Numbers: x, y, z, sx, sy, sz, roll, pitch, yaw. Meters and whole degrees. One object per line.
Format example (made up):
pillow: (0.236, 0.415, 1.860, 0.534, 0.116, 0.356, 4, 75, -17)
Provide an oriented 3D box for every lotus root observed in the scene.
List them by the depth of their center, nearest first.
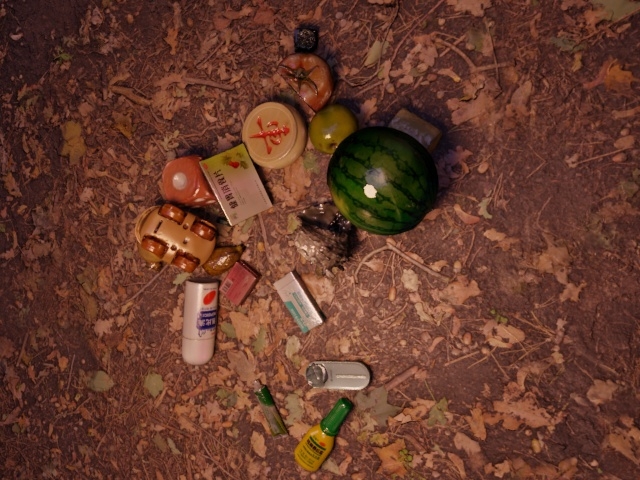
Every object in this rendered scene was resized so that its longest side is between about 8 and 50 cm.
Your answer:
lotus root: (-0.384, 0.069, 1.621, 0.191, 0.094, 0.108, -24, 107, 12)
lotus root: (-0.671, -0.022, 1.681, 0.146, 0.131, 0.302, 19, 96, 49)

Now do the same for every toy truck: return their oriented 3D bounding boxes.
toy truck: (-0.546, -0.017, 1.545, 0.288, 0.212, 0.204, 30, 79, -21)

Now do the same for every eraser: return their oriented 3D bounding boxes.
eraser: (-0.078, 0.231, 1.547, 0.096, 0.052, 0.225, -35, 82, 18)

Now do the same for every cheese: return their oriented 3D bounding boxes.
cheese: (0.313, -0.357, 1.388, 0.167, 0.094, 0.123, 37, 112, 18)

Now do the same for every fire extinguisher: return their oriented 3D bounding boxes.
fire extinguisher: (-0.375, -0.074, 1.647, 0.083, 0.025, 0.038, 19, 74, 16)

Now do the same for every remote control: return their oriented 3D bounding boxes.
remote control: (0.063, 0.493, 1.511, 0.248, 0.052, 0.104, -4, 89, 18)

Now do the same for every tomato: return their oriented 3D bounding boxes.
tomato: (-0.037, -0.574, 1.450, 0.155, 0.181, 0.214, -43, 83, 8)

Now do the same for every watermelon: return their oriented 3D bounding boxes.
watermelon: (0.197, -0.185, 1.299, 0.364, 0.363, 0.362, 1, 92, 18)

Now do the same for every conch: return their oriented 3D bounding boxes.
conch: (-0.006, -0.008, 1.417, 0.241, 0.312, 0.186, 13, 138, -17)

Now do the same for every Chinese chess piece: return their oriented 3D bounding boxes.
Chinese chess piece: (-0.173, -0.394, 1.536, 0.251, 0.097, 0.250, 0, 91, 18)

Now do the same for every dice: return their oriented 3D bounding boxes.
dice: (-0.493, -0.223, 1.604, 0.174, 0.179, 0.174, -15, 82, 18)

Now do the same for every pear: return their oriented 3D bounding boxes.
pear: (0.043, -0.407, 1.444, 0.180, 0.166, 0.216, -21, 60, 28)

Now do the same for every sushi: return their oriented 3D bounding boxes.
sushi: (-0.053, -0.730, 1.512, 0.083, 0.056, 0.084, 4, 92, 10)

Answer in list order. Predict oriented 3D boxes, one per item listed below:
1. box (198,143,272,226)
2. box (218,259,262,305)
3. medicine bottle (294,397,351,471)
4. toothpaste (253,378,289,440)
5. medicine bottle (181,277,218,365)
box: (-0.314, -0.206, 1.528, 0.175, 0.062, 0.260, -28, 103, -15)
box: (-0.316, 0.167, 1.618, 0.111, 0.060, 0.156, 39, 105, 13)
medicine bottle: (0.015, 0.714, 1.521, 0.111, 0.076, 0.308, 34, 100, 13)
toothpaste: (-0.204, 0.661, 1.606, 0.078, 0.047, 0.247, -27, 86, 21)
medicine bottle: (-0.482, 0.328, 1.637, 0.131, 0.130, 0.340, 6, 93, 17)
